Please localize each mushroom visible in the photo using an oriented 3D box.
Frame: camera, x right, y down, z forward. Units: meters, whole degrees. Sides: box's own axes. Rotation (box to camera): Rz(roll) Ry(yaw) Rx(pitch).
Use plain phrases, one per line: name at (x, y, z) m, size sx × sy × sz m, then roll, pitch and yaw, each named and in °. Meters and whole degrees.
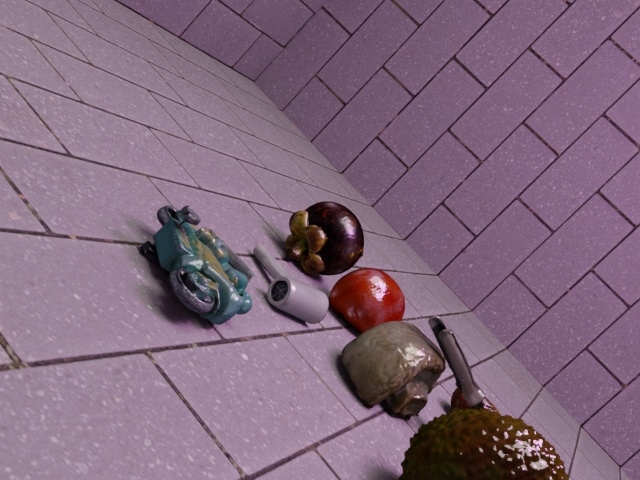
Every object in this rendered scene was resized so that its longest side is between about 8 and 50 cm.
mushroom at (0.162, 0.252, 1.752) m, size 0.267 × 0.164 × 0.189 m, roll 29°, pitch 20°, yaw -52°

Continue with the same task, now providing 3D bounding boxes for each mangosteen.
mangosteen at (0.000, 0.000, 2.089) m, size 0.217 × 0.192 × 0.192 m, roll -14°, pitch 56°, yaw -49°

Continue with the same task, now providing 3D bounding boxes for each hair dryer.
hair dryer at (-0.086, 0.073, 1.774) m, size 0.131 × 0.073 × 0.236 m, roll 30°, pitch 15°, yaw -47°

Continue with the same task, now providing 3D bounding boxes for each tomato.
tomato at (0.117, 0.146, 2.016) m, size 0.187 × 0.151 × 0.187 m, roll 43°, pitch 16°, yaw -16°

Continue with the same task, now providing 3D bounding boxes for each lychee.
lychee at (0.267, 0.401, 1.349) m, size 0.270 × 0.270 × 0.320 m, roll 35°, pitch 20°, yaw -38°

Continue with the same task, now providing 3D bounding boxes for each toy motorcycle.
toy motorcycle at (-0.193, 0.044, 1.406) m, size 0.198 × 0.109 × 0.296 m, roll 39°, pitch 14°, yaw -37°

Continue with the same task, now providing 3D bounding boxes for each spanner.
spanner at (0.309, 0.298, 1.782) m, size 0.324 × 0.040 × 0.095 m, roll 62°, pitch -1°, yaw -28°

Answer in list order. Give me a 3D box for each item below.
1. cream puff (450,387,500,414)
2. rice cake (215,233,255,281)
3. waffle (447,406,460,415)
cream puff at (0.383, 0.427, 2.076) m, size 0.149 × 0.084 × 0.149 m, roll 47°, pitch -8°, yaw 8°
rice cake at (-0.180, 0.034, 1.689) m, size 0.121 × 0.022 × 0.021 m, roll 46°, pitch 3°, yaw 5°
waffle at (0.387, 0.500, 1.741) m, size 0.308 × 0.091 × 0.213 m, roll 43°, pitch -2°, yaw -7°
